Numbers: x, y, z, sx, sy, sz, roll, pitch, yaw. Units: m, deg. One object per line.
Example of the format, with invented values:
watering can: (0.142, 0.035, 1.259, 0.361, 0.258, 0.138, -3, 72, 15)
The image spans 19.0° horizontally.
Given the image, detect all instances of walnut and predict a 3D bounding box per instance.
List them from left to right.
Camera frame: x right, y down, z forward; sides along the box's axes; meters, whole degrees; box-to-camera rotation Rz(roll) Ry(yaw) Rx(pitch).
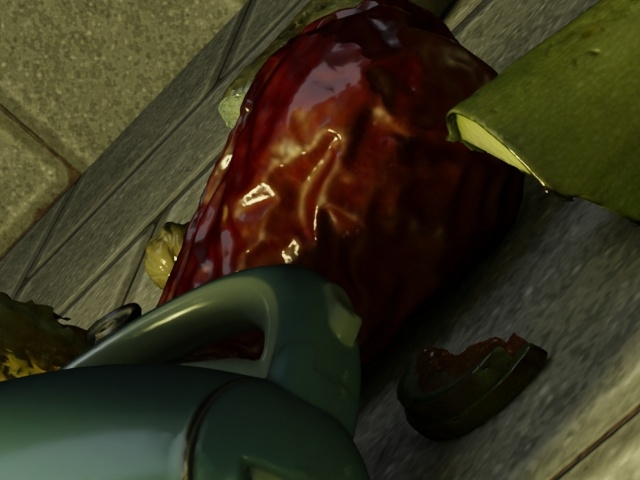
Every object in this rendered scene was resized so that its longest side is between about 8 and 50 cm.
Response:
walnut: (-0.141, 0.018, 1.991, 0.092, 0.092, 0.092, -46, 13, 13)

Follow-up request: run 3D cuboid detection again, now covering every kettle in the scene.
kettle: (-0.112, 0.151, 1.122, 0.342, 0.247, 0.319, -23, 38, 35)

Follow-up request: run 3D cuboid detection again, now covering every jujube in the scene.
jujube: (0.000, 0.000, 1.341, 0.342, 0.216, 0.216, -52, 12, 13)

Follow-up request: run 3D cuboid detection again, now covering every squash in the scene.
squash: (0.220, -0.111, 1.138, 0.287, 0.137, 0.137, -39, 11, -11)

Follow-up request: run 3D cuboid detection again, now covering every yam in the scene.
yam: (0.040, -0.212, 1.978, 0.330, 0.133, 0.133, -50, 12, -27)

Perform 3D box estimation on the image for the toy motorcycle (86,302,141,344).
toy motorcycle: (-0.232, 0.180, 1.712, 0.275, 0.127, 0.205, -47, 15, -9)

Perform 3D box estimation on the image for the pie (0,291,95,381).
pie: (-0.235, 0.189, 1.327, 0.354, 0.288, 0.103, -50, 14, -29)

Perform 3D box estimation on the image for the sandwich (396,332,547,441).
sandwich: (0.084, 0.085, 1.144, 0.067, 0.029, 0.135, -57, 15, -29)
